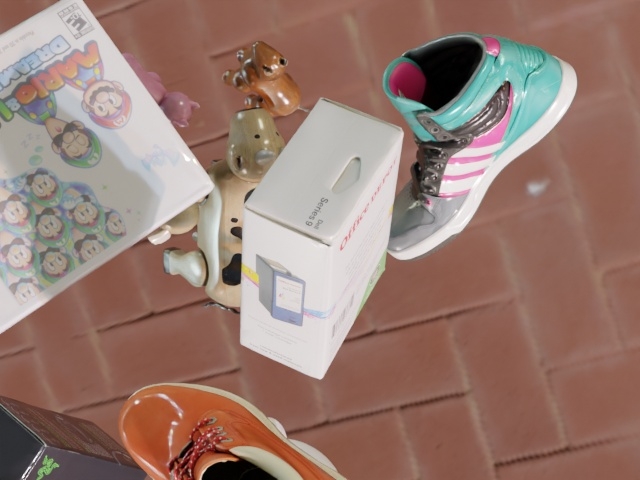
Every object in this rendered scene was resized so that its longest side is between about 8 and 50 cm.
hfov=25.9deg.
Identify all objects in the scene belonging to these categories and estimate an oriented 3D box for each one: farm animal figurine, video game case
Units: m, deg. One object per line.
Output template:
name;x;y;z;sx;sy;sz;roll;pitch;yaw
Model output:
farm animal figurine;-0.115;-0.061;1.521;0.172;0.330;0.327;19;130;50
video game case;-0.163;-0.046;0.798;0.157;0.019;0.143;-36;90;-22

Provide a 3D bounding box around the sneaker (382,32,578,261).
sneaker;0.123;-0.113;1.517;0.178;0.124;0.295;26;115;-33

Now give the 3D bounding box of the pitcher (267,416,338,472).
pitcher;-0.077;0.310;1.738;0.207;0.178;0.125;29;133;58

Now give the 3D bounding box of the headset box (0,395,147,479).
headset box;-0.405;0.352;1.848;0.131;0.283;0.246;34;88;28

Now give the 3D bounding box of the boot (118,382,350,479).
boot;-0.049;0.105;0.667;0.158;0.084;0.059;23;84;33

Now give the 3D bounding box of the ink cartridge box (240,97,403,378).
ink cartridge box;0.000;0.000;1.280;0.093;0.154;0.212;24;145;12
